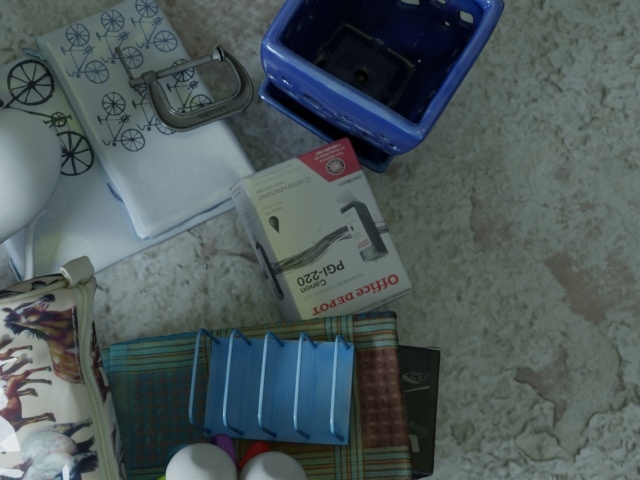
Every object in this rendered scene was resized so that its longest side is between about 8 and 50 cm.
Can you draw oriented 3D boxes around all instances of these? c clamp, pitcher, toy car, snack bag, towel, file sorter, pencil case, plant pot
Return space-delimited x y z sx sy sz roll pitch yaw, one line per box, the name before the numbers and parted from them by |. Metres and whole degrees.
c clamp | -0.172 -0.212 1.457 0.160 0.022 0.137 -16 77 -17
pitcher | -0.382 -0.037 1.331 0.178 0.125 0.207 50 56 -41
toy car | -0.098 0.273 1.213 0.181 0.159 0.136 8 36 -9
snack bag | -0.295 -0.129 1.437 0.342 0.037 0.323 -27 82 -17
towel | -0.080 0.232 1.309 0.370 0.040 0.272 -8 74 9
file sorter | -0.055 0.162 1.252 0.170 0.104 0.118 2 74 10
pencil case | -0.276 0.231 1.170 0.183 0.160 0.411 -11 90 16
plant pot | 0.063 -0.240 1.445 0.236 0.212 0.236 32 70 -1

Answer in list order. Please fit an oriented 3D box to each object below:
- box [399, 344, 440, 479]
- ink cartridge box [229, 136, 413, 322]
box | 0.060 0.209 1.382 0.155 0.093 0.158 8 73 -7
ink cartridge box | 0.000 0.000 1.415 0.158 0.092 0.218 -23 90 -16
